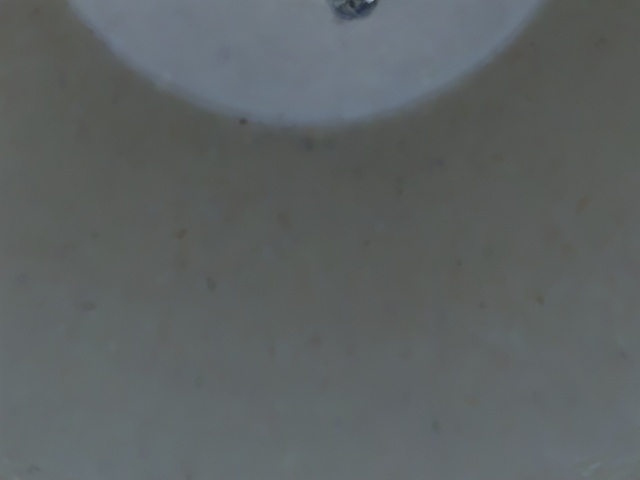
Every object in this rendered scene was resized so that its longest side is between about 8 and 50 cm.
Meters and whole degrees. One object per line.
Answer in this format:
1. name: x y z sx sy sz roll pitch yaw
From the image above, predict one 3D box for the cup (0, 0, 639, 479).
1. cup: -0.005 -0.084 0.389 0.331 0.237 0.331 0 105 0
